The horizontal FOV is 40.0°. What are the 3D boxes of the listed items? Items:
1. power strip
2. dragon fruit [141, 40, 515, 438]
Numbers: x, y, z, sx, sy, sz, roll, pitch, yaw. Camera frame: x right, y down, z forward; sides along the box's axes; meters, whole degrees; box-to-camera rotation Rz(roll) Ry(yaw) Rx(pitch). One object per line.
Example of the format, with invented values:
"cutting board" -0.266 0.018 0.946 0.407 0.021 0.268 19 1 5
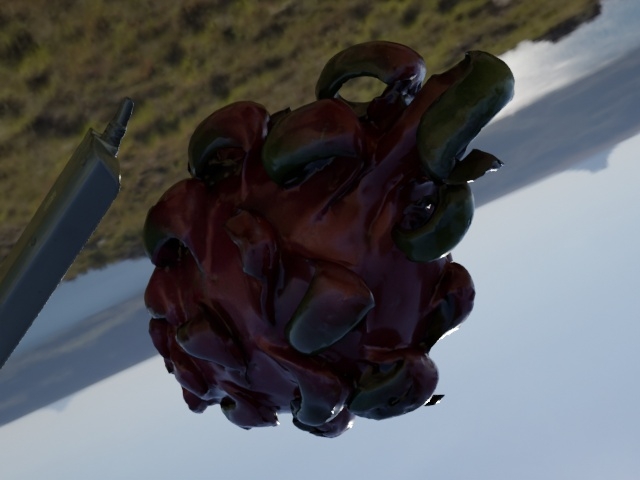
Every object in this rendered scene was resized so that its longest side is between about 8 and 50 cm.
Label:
"power strip" -0.175 0.025 0.513 0.253 0.027 0.060 -55 -157 7
"dragon fruit" -0.008 0.005 0.526 0.198 0.218 0.273 -19 143 -18
